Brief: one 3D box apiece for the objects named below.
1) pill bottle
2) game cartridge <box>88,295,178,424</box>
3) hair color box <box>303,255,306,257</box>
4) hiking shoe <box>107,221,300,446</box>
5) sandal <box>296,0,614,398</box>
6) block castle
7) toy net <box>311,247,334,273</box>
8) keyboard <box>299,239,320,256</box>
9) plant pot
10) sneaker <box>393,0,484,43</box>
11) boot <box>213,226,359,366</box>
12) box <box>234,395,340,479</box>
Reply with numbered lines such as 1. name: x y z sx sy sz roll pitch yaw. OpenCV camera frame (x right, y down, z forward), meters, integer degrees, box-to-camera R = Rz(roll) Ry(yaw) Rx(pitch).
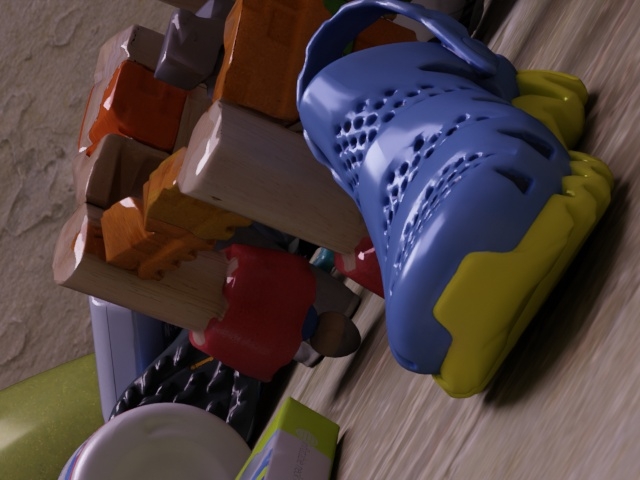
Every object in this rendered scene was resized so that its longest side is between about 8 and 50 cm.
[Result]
1. pill bottle: -0.114 0.178 1.289 0.124 0.124 0.221 -60 4 -14
2. game cartridge: -0.118 0.059 1.711 0.297 0.062 0.198 -49 -44 -59
3. hair color box: 0.018 -0.139 1.980 0.339 0.110 0.185 -60 3 14
4. hiking shoe: -0.081 0.116 1.579 0.132 0.113 0.304 63 -130 -68
5. sandal: 0.046 -0.032 0.882 0.126 0.138 0.317 -56 7 14
6. block castle: 0.015 -0.154 1.215 0.303 0.213 0.453 -30 44 59
7. toy net: 0.000 0.000 1.674 0.232 0.045 0.122 -56 5 30
8. keyboard: -0.014 -0.036 1.746 0.100 0.038 0.192 -27 -19 -27
9. plant pot: -0.264 0.243 1.822 0.293 0.275 0.275 -42 9 14
10. sneaker: 0.082 -0.290 1.641 0.366 0.137 0.210 -70 -20 -43
11. boot: -0.067 -0.001 1.388 0.076 0.208 0.189 -50 -4 -20
12. box: -0.037 0.167 1.060 0.109 0.042 0.178 -58 4 17
